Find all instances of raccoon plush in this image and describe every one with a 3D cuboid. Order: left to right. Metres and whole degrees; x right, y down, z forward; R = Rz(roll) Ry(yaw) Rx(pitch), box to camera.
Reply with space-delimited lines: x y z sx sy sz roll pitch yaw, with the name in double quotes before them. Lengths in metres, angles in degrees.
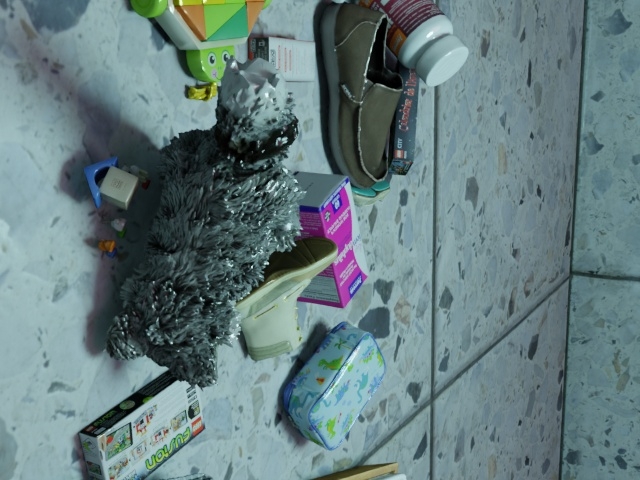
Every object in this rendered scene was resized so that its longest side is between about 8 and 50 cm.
"raccoon plush" -0.172 -0.002 1.019 0.446 0.216 0.299 86 24 -64

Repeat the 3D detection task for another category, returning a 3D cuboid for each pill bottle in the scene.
"pill bottle" 0.175 -0.407 1.533 0.121 0.221 0.121 -32 162 -12

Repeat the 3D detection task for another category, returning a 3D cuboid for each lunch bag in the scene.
"lunch bag" 0.031 0.284 1.557 0.219 0.090 0.176 -52 140 -23

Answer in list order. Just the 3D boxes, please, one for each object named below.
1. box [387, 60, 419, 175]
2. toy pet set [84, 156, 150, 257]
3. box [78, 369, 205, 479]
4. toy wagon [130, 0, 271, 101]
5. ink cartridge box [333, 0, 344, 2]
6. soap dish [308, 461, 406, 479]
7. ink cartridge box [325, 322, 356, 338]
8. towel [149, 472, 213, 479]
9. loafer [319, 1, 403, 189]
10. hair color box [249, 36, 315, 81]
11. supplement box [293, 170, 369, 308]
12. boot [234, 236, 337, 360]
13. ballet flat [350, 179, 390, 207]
"box" 0.171 -0.262 1.658 0.159 0.044 0.233 93 2 -85
"toy pet set" -0.279 -0.055 1.056 0.114 0.065 0.122 126 -13 -72
"box" -0.252 0.277 1.171 0.207 0.036 0.114 -32 123 -52
"toy wagon" -0.160 -0.374 1.156 0.267 0.068 0.345 -27 119 -54
"ink cartridge box" 0.118 -0.634 1.425 0.330 0.071 0.324 -55 169 -40
"soap dish" 0.064 0.588 1.677 0.291 0.118 0.229 12 85 -58
"ink cartridge box" 0.043 0.201 1.646 0.083 0.028 0.048 -23 116 -54
"towel" -0.247 0.450 1.105 0.283 0.121 0.235 14 96 -57
"loafer" 0.088 -0.264 1.515 0.134 0.130 0.366 -50 136 -51
"hair color box" -0.063 -0.303 1.354 0.141 0.043 0.072 -15 109 -58
"supplement box" 0.000 0.000 1.457 0.111 0.113 0.220 -50 138 -43
"boot" -0.051 0.101 1.371 0.213 0.077 0.165 -31 130 -15
"ballet flat" 0.093 -0.090 1.648 0.168 0.057 0.052 -12 135 -55
